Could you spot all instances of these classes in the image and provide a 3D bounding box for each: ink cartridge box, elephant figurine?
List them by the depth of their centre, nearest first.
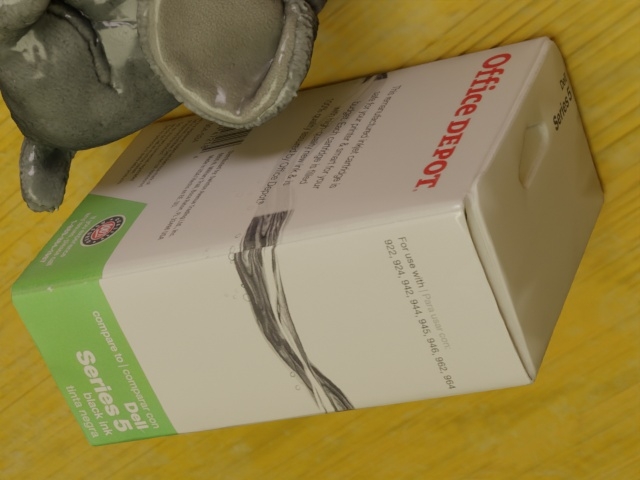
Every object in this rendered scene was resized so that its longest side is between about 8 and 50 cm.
[{"bbox_3d":[-0.059,-0.137,0.943,0.240,0.169,0.186,-3,150,5],"label":"elephant figurine"},{"bbox_3d":[0.000,0.000,0.966,0.273,0.198,0.114,-10,117,27],"label":"ink cartridge box"}]
